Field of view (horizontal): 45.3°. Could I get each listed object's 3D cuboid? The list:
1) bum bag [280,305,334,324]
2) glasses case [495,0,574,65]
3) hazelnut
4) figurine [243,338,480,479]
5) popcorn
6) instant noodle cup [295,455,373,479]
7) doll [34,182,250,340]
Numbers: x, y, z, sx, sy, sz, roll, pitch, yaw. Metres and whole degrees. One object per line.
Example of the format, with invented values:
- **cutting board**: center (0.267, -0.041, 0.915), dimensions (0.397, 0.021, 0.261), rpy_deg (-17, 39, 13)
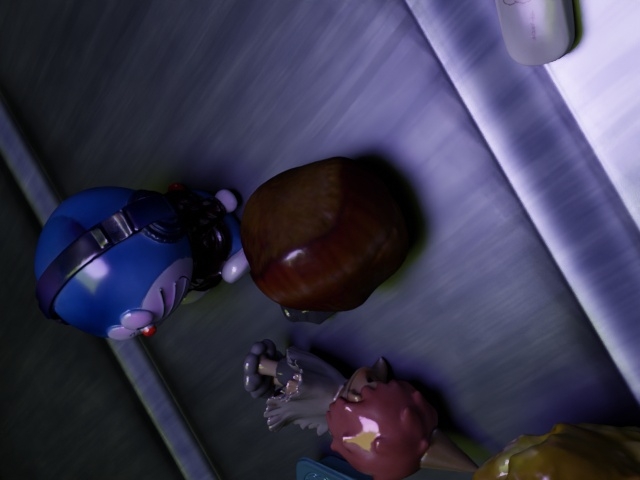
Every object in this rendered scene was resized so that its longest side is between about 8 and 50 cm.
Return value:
- **bum bag**: center (-0.044, 0.038, 1.164), dimensions (0.087, 0.049, 0.197), rpy_deg (-25, 93, 18)
- **glasses case**: center (0.220, -0.283, 0.811), dimensions (0.074, 0.049, 0.193), rpy_deg (-1, 107, 39)
- **hazelnut**: center (0.000, 0.000, 1.023), dimensions (0.229, 0.229, 0.229), rpy_deg (16, 118, 32)
- **figurine**: center (0.061, 0.244, 1.109), dimensions (0.387, 0.166, 0.207), rpy_deg (15, 152, 30)
- **popcorn**: center (0.314, 0.349, 0.868), dimensions (0.279, 0.335, 0.274), rpy_deg (-136, 54, -67)
- **instant noodle cup**: center (0.040, 0.436, 1.256), dimensions (0.157, 0.070, 0.179), rpy_deg (14, 118, 35)
- **doll**: center (-0.279, 0.026, 1.166), dimensions (0.240, 0.310, 0.284), rpy_deg (53, 132, 9)
